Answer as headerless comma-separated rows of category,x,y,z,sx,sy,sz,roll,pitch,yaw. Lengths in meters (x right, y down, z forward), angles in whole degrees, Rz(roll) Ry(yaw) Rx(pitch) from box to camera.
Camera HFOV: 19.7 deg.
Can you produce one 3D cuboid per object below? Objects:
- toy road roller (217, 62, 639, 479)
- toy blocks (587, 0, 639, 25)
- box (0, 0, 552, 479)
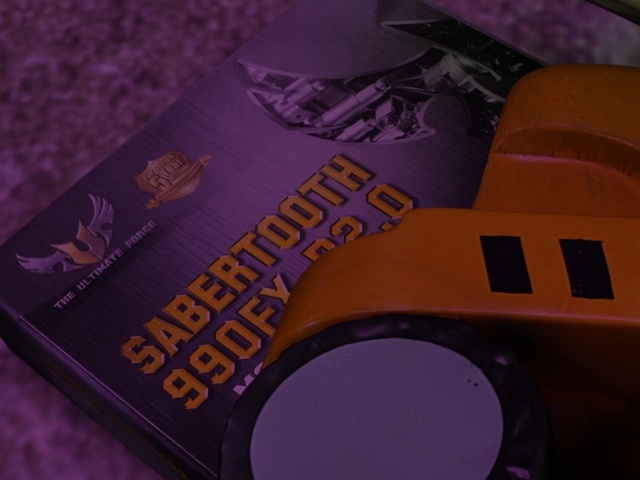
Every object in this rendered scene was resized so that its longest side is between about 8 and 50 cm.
toy road roller,0.139,0.067,0.574,0.329,0.202,0.240,3,47,19
toy blocks,0.171,-0.120,0.596,0.381,0.261,0.190,24,88,-7
box,0.000,0.000,0.761,0.231,0.056,0.183,-41,53,-20
